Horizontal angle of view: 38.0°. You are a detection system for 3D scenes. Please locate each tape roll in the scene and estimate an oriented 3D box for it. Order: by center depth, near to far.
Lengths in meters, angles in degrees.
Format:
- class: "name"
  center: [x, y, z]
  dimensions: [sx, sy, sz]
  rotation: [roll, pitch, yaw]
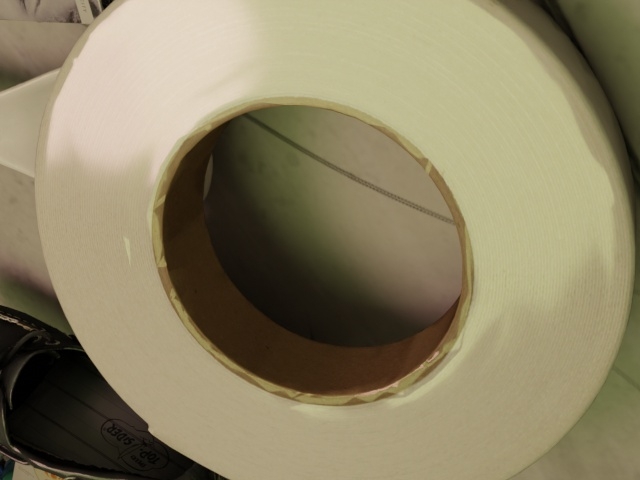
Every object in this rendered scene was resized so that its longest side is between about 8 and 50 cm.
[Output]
- class: "tape roll"
  center: [0.000, 0.000, 0.599]
  dimensions: [0.392, 0.072, 0.391]
  rotation: [7, 115, 15]

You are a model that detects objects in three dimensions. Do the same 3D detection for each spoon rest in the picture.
- class: "spoon rest"
  center: [-0.204, -0.090, 0.715]
  dimensions: [0.277, 0.084, 0.137]
  rotation: [17, 130, 22]

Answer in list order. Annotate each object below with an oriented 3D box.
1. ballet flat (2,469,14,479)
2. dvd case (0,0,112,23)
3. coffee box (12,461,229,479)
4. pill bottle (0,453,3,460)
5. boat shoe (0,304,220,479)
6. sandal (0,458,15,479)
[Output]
- class: "ballet flat"
  center: [-0.237, 0.290, 1.033]
  dimensions: [0.247, 0.083, 0.087]
  rotation: [25, 108, 13]
- class: "dvd case"
  center: [-0.261, -0.242, 0.681]
  dimensions: [0.221, 0.018, 0.164]
  rotation: [9, 126, 26]
- class: "coffee box"
  center: [-0.175, 0.244, 0.933]
  dimensions: [0.247, 0.098, 0.141]
  rotation: [32, 134, 7]
- class: "pill bottle"
  center: [-0.528, 0.149, 1.004]
  dimensions: [0.363, 0.210, 0.210]
  rotation: [30, 133, 10]
- class: "boat shoe"
  center: [-0.239, 0.138, 0.823]
  dimensions: [0.340, 0.127, 0.113]
  rotation: [35, 153, 10]
- class: "sandal"
  center: [-0.410, 0.366, 1.158]
  dimensions: [0.138, 0.126, 0.317]
  rotation: [8, 128, 22]
